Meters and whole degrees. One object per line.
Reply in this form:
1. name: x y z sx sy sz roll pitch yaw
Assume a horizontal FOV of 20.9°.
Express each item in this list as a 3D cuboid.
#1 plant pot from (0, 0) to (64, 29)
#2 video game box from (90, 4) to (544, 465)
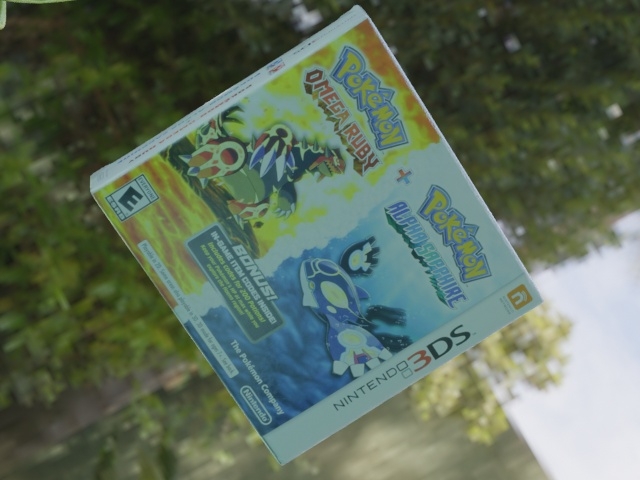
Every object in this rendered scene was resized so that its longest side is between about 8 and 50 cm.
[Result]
1. plant pot: -0.280 -0.297 1.337 0.207 0.227 0.228 -21 -113 38
2. video game box: 0.000 0.000 1.003 0.205 0.187 0.048 56 1 -17
